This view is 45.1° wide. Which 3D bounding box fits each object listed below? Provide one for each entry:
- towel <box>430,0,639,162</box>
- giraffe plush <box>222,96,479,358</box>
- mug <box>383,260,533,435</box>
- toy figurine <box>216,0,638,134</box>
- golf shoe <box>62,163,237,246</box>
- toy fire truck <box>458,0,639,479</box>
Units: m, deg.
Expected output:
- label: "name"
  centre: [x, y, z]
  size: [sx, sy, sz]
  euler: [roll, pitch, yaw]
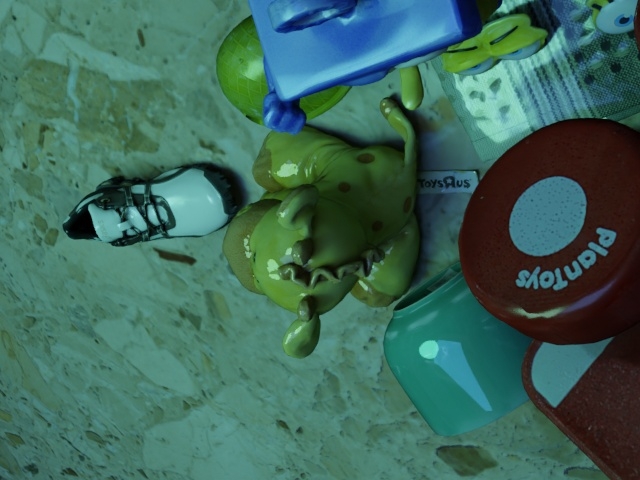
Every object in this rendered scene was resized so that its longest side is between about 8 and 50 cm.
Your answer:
- label: "towel"
  centre: [0.162, -0.233, 0.449]
  size: [0.312, 0.056, 0.324]
  euler: [-20, 102, 38]
- label: "giraffe plush"
  centre: [0.000, 0.000, 0.610]
  size: [0.210, 0.170, 0.181]
  euler: [-17, 106, 40]
- label: "mug"
  centre: [0.106, 0.079, 0.612]
  size: [0.157, 0.129, 0.097]
  euler: [-33, 92, 43]
- label: "toy figurine"
  centre: [0.011, -0.151, 0.412]
  size: [0.362, 0.217, 0.191]
  euler: [-10, 109, 36]
- label: "golf shoe"
  centre: [-0.173, -0.023, 0.771]
  size: [0.198, 0.094, 0.077]
  euler: [-6, 112, 35]
- label: "toy fire truck"
  centre: [0.226, 0.006, 0.310]
  size: [0.302, 0.169, 0.254]
  euler: [-52, 38, 8]
